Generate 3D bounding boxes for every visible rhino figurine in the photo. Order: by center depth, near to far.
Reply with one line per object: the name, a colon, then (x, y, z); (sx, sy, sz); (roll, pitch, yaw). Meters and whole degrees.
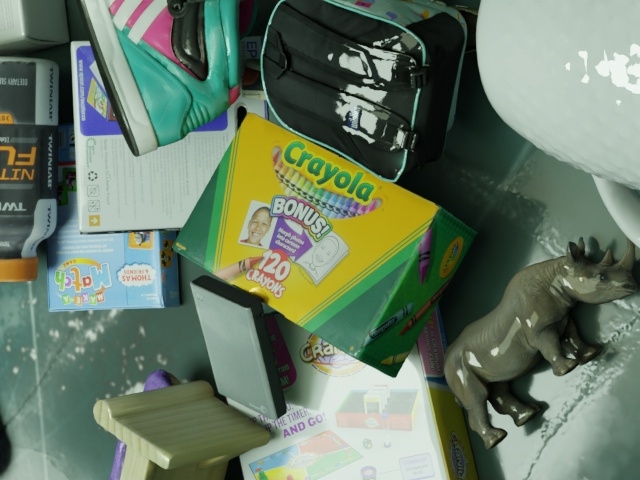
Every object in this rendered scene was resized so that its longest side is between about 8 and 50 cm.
rhino figurine: (0.212, 0.082, 1.650); (0.106, 0.073, 0.243); (48, 111, 17)

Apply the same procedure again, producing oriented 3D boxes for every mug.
mug: (0.324, -0.129, 1.492); (0.328, 0.276, 0.374); (8, 126, 37)

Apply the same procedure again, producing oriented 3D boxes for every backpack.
backpack: (0.042, -0.166, 1.661); (0.188, 0.144, 0.165); (20, 122, 24)

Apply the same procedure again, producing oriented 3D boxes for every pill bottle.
pill bottle: (-0.353, -0.077, 1.893); (0.130, 0.130, 0.245); (2, 93, 30)

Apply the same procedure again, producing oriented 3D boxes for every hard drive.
hard drive: (-0.081, 0.107, 1.723); (0.094, 0.022, 0.135); (21, 133, 45)

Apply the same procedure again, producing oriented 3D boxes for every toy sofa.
toy sofa: (-0.196, 0.325, 1.803); (0.177, 0.150, 0.362); (29, 114, 37)

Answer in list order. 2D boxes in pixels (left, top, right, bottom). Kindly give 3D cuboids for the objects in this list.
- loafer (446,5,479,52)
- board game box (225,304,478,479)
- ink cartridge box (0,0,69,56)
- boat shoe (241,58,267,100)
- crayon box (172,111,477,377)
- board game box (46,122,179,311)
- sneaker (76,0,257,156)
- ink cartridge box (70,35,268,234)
loafer: (0.128, -0.208, 1.701); (0.148, 0.050, 0.056); (-4, 89, 30)
board game box: (0.033, 0.214, 1.759); (0.242, 0.064, 0.316); (-15, 84, 29)
ink cartridge box: (-0.406, -0.284, 1.981); (0.218, 0.092, 0.158); (-8, 87, 28)
boat shoe: (-0.024, -0.153, 1.791); (0.137, 0.049, 0.043); (19, 107, 27)
crayon box: (0.000, 0.000, 1.710); (0.278, 0.081, 0.165); (28, 88, 39)
board game box: (-0.236, -0.028, 1.920); (0.160, 0.039, 0.211); (-3, 88, 30)
sneaker: (-0.155, -0.247, 1.771); (0.178, 0.124, 0.295); (-18, 78, -9)
ink cartridge box: (-0.159, -0.113, 1.846); (0.208, 0.045, 0.206); (-2, 89, -4)
